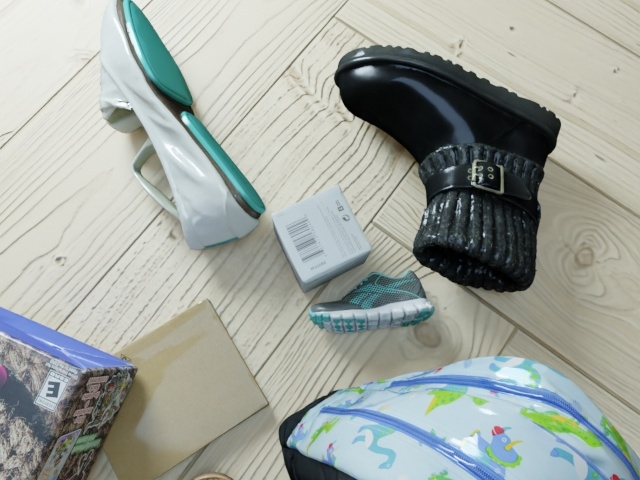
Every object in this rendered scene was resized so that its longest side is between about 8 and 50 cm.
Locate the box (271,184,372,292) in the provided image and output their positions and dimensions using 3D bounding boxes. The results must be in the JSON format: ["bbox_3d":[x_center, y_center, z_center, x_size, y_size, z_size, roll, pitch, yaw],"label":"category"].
[{"bbox_3d":[0.000,0.000,0.662,0.101,0.087,0.101,-25,77,-9],"label":"box"}]

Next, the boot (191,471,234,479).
[{"bbox_3d":[-0.102,0.417,0.533,0.112,0.115,0.306,-12,75,-4],"label":"boot"}]

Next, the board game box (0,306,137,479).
[{"bbox_3d":[-0.389,0.233,0.541,0.231,0.141,0.291,21,79,6],"label":"board game box"}]

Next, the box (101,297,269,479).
[{"bbox_3d":[-0.193,0.195,0.635,0.201,0.021,0.165,-31,78,-10],"label":"box"}]

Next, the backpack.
[{"bbox_3d":[0.117,0.251,0.462,0.273,0.355,0.290,-33,78,-11],"label":"backpack"}]

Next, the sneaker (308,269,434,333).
[{"bbox_3d":[0.065,0.080,0.666,0.166,0.065,0.076,-5,59,-7],"label":"sneaker"}]

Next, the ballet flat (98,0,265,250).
[{"bbox_3d":[-0.227,-0.159,0.686,0.139,0.139,0.401,-31,79,-10],"label":"ballet flat"}]

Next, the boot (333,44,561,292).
[{"bbox_3d":[0.151,-0.097,0.673,0.347,0.131,0.260,21,75,3],"label":"boot"}]
